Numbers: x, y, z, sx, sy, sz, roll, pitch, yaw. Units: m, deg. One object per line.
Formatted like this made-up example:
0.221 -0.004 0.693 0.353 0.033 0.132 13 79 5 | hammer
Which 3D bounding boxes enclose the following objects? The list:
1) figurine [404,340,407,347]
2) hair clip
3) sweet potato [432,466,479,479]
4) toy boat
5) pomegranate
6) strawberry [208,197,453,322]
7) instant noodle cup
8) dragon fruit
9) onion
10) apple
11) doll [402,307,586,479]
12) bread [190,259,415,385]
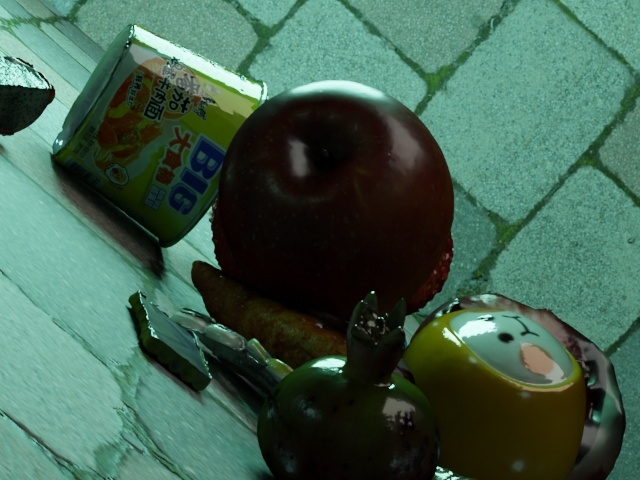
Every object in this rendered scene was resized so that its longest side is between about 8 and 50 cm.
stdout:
0.034 0.128 1.948 0.136 0.079 0.077 10 25 -33 | figurine
-0.046 0.116 1.364 0.172 0.049 0.116 34 -14 31 | hair clip
0.116 0.222 1.174 0.109 0.109 0.385 39 0 -37 | sweet potato
-0.116 0.076 1.277 0.063 0.016 0.115 41 4 -18 | toy boat
0.033 0.125 1.169 0.129 0.159 0.129 29 30 -19 | pomegranate
0.000 0.000 1.774 0.238 0.250 0.288 47 28 -16 | strawberry
-0.169 -0.110 1.682 0.153 0.205 0.205 29 7 -15 | instant noodle cup
-0.292 -0.132 1.525 0.083 0.060 0.056 -3 37 -40 | dragon fruit
0.211 0.197 1.943 0.272 0.272 0.195 42 -39 2 | onion
0.015 -0.036 1.556 0.218 0.218 0.201 44 -22 29 | apple
0.135 0.171 1.647 0.236 0.213 0.213 -3 25 -23 | doll
-0.010 0.111 1.479 0.269 0.095 0.139 24 -17 35 | bread
